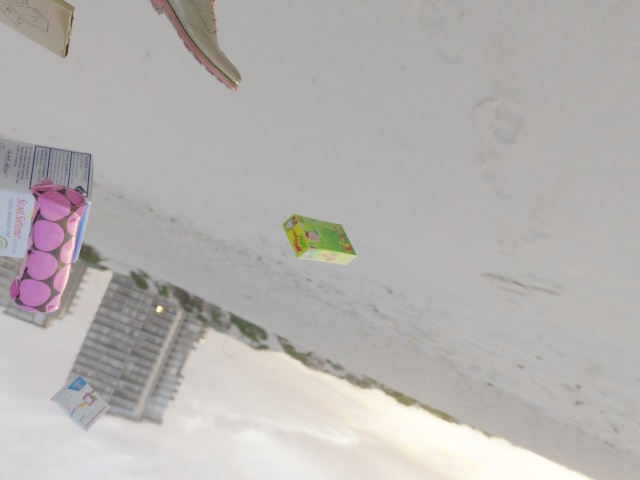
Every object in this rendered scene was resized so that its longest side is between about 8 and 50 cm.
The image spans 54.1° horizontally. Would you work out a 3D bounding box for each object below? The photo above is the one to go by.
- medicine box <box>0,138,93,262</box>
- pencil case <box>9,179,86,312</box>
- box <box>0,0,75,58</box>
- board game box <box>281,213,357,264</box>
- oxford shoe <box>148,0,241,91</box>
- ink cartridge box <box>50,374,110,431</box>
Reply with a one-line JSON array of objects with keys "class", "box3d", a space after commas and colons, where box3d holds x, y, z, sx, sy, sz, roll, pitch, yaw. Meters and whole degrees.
[{"class": "medicine box", "box3d": [-0.696, -0.089, 1.456, 0.289, 0.149, 0.263, 8, 143, -24]}, {"class": "pencil case", "box3d": [-0.445, 0.010, 1.018, 0.098, 0.209, 0.095, 31, -161, 26]}, {"class": "box", "box3d": [-0.606, -0.475, 1.280, 0.201, 0.021, 0.164, 29, 150, -14]}, {"class": "board game box", "box3d": [0.000, 0.000, 1.434, 0.181, 0.043, 0.092, 10, -132, -51]}, {"class": "oxford shoe", "box3d": [-0.278, -0.504, 1.439, 0.348, 0.130, 0.123, 52, 177, -22]}, {"class": "ink cartridge box", "box3d": [-0.633, 0.430, 1.656, 0.052, 0.088, 0.122, -11, 122, 50]}]
